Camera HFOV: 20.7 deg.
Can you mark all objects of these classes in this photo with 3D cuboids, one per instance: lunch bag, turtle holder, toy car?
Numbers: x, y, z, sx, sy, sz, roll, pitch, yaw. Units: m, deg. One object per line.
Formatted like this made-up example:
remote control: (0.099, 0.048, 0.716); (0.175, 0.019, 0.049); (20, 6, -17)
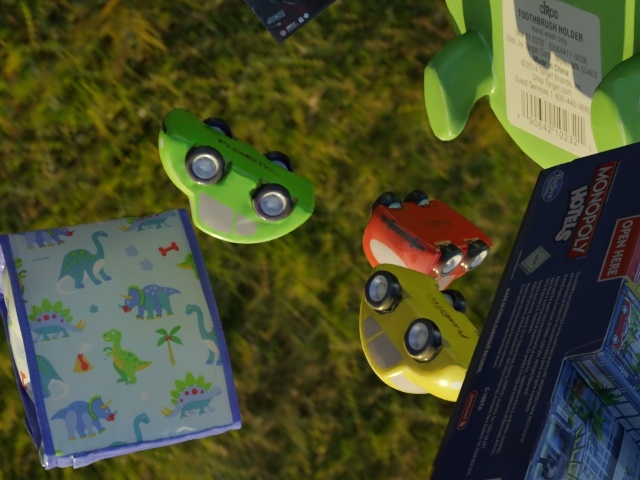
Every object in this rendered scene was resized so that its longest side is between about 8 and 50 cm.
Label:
lunch bag: (-0.129, 0.068, 1.115); (0.129, 0.151, 0.096); (-11, 146, -17)
turtle holder: (0.177, -0.196, 0.957); (0.227, 0.243, 0.320); (-19, 89, -25)
toy car: (0.000, 0.000, 1.002); (0.225, 0.239, 0.053); (29, 109, -10)

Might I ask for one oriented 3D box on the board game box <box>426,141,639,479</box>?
board game box: (0.125, 0.100, 0.615); (0.194, 0.060, 0.194); (47, 48, -28)

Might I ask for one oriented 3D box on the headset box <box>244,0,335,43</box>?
headset box: (-0.024, -0.160, 0.954); (0.062, 0.032, 0.083); (-36, 109, 9)
